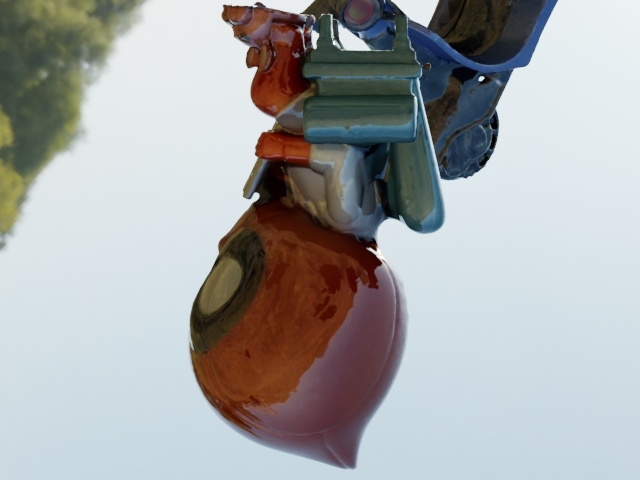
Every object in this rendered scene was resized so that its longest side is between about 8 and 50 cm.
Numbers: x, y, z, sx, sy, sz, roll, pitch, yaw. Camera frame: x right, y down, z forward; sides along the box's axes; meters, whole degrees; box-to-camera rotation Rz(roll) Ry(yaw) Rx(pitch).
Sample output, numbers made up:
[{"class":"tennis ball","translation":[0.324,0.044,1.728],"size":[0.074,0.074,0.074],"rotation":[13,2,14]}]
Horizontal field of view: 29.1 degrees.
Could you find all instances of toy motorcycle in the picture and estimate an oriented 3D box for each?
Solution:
[{"class":"toy motorcycle","translation":[0.100,-0.218,0.902],"size":[0.125,0.212,0.359],"rotation":[22,-89,51]}]

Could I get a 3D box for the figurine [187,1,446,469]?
[{"class":"figurine","translation":[0.000,0.000,0.376],"size":[0.068,0.075,0.140],"rotation":[-72,167,-86]}]
